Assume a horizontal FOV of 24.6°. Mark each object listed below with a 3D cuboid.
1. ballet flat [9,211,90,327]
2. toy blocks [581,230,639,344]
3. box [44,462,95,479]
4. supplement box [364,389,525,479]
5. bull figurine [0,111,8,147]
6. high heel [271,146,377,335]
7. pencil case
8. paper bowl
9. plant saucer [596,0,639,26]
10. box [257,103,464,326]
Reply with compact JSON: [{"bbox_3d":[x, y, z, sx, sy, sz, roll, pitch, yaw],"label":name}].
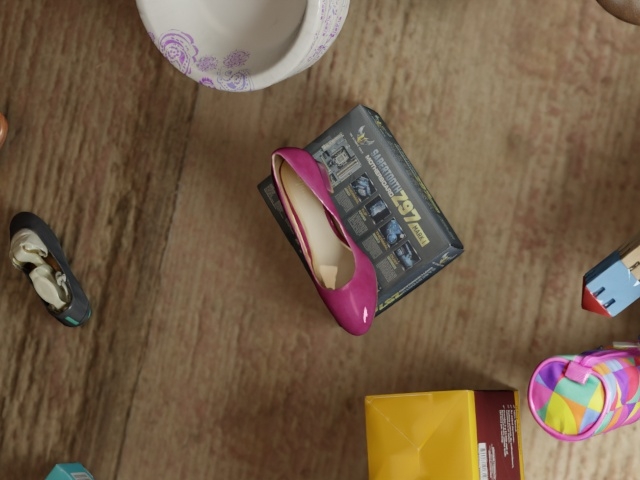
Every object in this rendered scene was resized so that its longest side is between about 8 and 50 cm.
[{"bbox_3d":[-0.396,0.036,2.085,0.074,0.074,0.203,-41,69,16],"label":"ballet flat"},{"bbox_3d":[0.466,0.089,1.598,0.261,0.191,0.381,-41,97,15],"label":"toy blocks"},{"bbox_3d":[-0.389,0.433,2.043,0.100,0.060,0.244,41,101,23],"label":"box"},{"bbox_3d":[0.152,0.273,1.734,0.129,0.194,0.191,-6,82,24],"label":"supplement box"},{"bbox_3d":[-0.577,-0.096,2.166,0.188,0.101,0.310,45,103,24],"label":"bull figurine"},{"bbox_3d":[0.000,0.000,1.811,0.082,0.117,0.244,-18,77,23],"label":"high heel"},{"bbox_3d":[0.316,0.164,1.656,0.104,0.236,0.104,2,93,28],"label":"pencil case"},{"bbox_3d":[-0.093,-0.345,1.915,0.284,0.148,0.284,9,110,25],"label":"paper bowl"},{"bbox_3d":[0.408,-0.358,1.774,0.198,0.036,0.199,-3,83,25],"label":"plant saucer"},{"bbox_3d":[0.049,-0.030,1.890,0.183,0.059,0.233,-38,70,18],"label":"box"}]
